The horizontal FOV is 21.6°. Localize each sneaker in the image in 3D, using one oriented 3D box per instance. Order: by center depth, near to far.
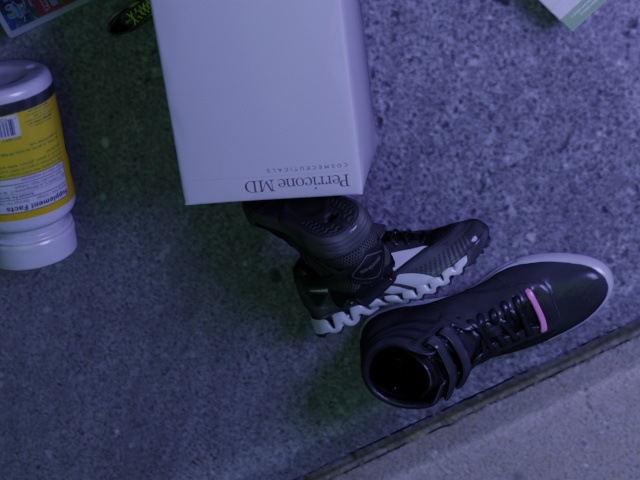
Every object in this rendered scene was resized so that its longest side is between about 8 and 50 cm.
[{"bbox_3d":[0.000,0.000,1.759,0.087,0.227,0.130,-39,123,-15],"label":"sneaker"},{"bbox_3d":[-0.190,-0.238,1.765,0.083,0.035,0.031,-33,106,23],"label":"sneaker"},{"bbox_3d":[0.173,0.105,1.799,0.296,0.147,0.104,-17,109,17],"label":"sneaker"},{"bbox_3d":[0.068,0.019,1.815,0.234,0.078,0.106,-25,111,23],"label":"sneaker"}]

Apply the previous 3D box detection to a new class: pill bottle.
[{"bbox_3d":[-0.332,-0.081,1.822,0.119,0.119,0.208,-2,115,12],"label":"pill bottle"}]

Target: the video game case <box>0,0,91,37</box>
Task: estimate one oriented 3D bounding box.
[{"bbox_3d":[-0.298,-0.334,1.747,0.183,0.023,0.201,-21,111,20],"label":"video game case"}]

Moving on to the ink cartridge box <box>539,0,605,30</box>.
[{"bbox_3d":[0.224,-0.344,1.623,0.235,0.056,0.171,42,117,-12],"label":"ink cartridge box"}]

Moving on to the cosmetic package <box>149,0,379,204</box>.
[{"bbox_3d":[-0.060,-0.232,1.677,0.197,0.155,0.365,-5,113,10],"label":"cosmetic package"}]
